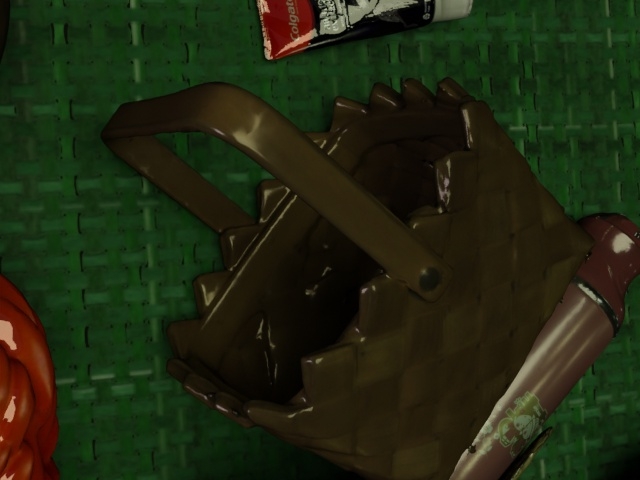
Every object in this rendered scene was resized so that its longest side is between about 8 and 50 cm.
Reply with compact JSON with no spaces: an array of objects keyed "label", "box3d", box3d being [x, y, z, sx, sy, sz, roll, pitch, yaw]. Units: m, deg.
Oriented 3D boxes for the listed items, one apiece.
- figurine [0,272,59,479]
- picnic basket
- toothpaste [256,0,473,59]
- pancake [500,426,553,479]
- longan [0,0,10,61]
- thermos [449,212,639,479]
[{"label":"figurine","box3d":[-0.333,0.189,0.546,0.412,0.241,0.306,-43,91,-22]},{"label":"picnic basket","box3d":[0.000,0.000,0.659,0.321,0.254,0.291,38,78,-25]},{"label":"toothpaste","box3d":[0.039,-0.206,0.790,0.194,0.045,0.071,-9,92,-12]},{"label":"pancake","box3d":[0.174,0.210,0.798,0.011,0.115,0.115,38,76,17]},{"label":"longan","box3d":[-0.321,-0.158,0.557,0.258,0.258,0.257,0,89,-19]},{"label":"thermos","box3d":[0.170,0.092,0.793,0.136,0.109,0.330,45,76,-5]}]
